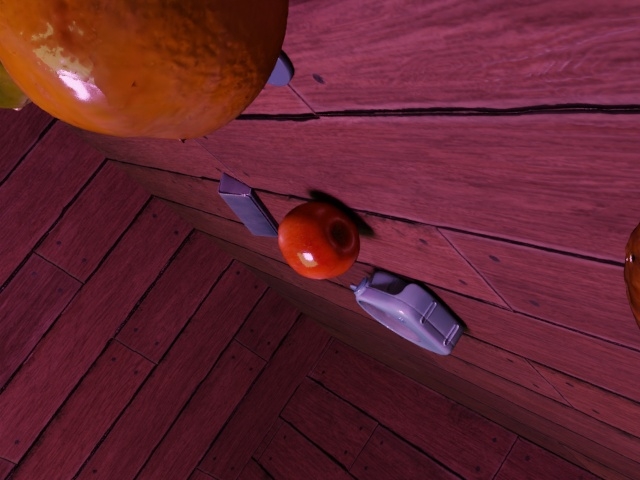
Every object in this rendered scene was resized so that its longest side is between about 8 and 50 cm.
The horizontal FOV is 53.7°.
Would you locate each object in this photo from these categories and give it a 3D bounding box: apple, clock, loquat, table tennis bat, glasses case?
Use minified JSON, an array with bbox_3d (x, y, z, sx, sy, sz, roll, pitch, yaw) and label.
[{"bbox_3d":[0.000,0.000,1.247,0.163,0.163,0.139,41,153,-26],"label":"apple"},{"bbox_3d":[0.189,0.158,1.509,0.223,0.094,0.274,44,167,-36],"label":"clock"},{"bbox_3d":[-0.166,-0.227,0.560,0.275,0.275,0.275,33,168,8],"label":"loquat"},{"bbox_3d":[-0.095,-0.247,0.858,0.155,0.019,0.100,18,160,51],"label":"table tennis bat"},{"bbox_3d":[-0.192,-0.079,1.701,0.105,0.056,0.266,30,168,24],"label":"glasses case"}]

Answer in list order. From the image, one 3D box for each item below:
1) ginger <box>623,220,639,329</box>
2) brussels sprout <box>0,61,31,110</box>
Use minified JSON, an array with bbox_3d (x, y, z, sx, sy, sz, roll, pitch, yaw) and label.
[{"bbox_3d":[0.344,0.040,0.576,0.133,0.107,0.309,43,173,44],"label":"ginger"},{"bbox_3d":[-0.694,-0.423,1.236,0.315,0.275,0.371,28,-177,-43],"label":"brussels sprout"}]
